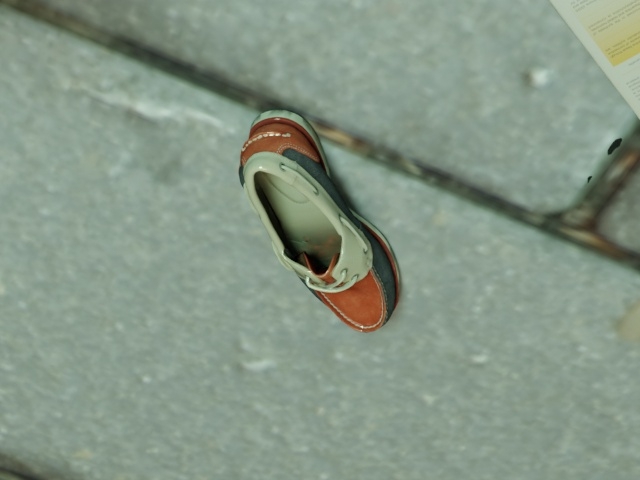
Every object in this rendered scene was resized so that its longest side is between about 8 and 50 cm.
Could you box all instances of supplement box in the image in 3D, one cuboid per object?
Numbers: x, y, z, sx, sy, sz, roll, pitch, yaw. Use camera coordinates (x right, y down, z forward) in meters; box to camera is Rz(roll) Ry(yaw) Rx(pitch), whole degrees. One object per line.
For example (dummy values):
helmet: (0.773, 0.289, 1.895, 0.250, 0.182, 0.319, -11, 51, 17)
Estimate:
supplement box: (0.139, -0.098, 0.563, 0.062, 0.036, 0.098, -29, 120, 27)

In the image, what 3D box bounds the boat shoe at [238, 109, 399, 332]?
boat shoe: (0.000, 0.000, 0.661, 0.049, 0.043, 0.137, -16, 127, 18)
